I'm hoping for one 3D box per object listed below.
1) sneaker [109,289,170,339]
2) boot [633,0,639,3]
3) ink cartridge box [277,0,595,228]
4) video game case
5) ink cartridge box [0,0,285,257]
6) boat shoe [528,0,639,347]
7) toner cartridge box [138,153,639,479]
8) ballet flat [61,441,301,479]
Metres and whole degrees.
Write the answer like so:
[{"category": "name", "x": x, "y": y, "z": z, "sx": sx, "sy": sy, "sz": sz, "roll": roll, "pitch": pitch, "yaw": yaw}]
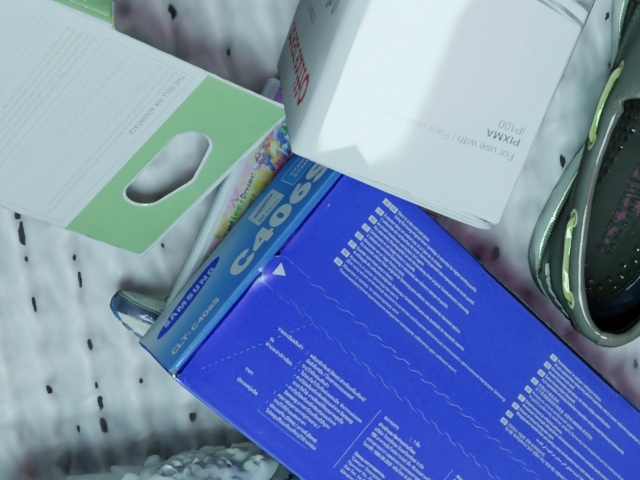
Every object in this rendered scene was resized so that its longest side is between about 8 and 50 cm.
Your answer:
[{"category": "sneaker", "x": -0.065, "y": 0.043, "z": 0.895, "sx": 0.135, "sy": 0.052, "sz": 0.058, "roll": 14, "pitch": 98, "yaw": -17}, {"category": "boot", "x": 0.193, "y": -0.231, "z": 0.774, "sx": 0.077, "sy": 0.137, "sz": 0.198, "roll": 24, "pitch": 102, "yaw": -10}, {"category": "ink cartridge box", "x": 0.079, "y": -0.176, "z": 0.739, "sx": 0.117, "sy": 0.207, "sz": 0.283, "roll": 19, "pitch": 107, "yaw": -10}, {"category": "video game case", "x": 0.000, "y": 0.000, "z": 0.871, "sx": 0.143, "sy": 0.019, "sz": 0.157, "roll": 24, "pitch": 92, "yaw": -17}, {"category": "ink cartridge box", "x": -0.159, "y": -0.085, "z": 0.799, "sx": 0.235, "sy": 0.056, "sz": 0.171, "roll": 19, "pitch": 137, "yaw": -33}, {"category": "boat shoe", "x": 0.216, "y": -0.079, "z": 0.847, "sx": 0.109, "sy": 0.091, "sz": 0.305, "roll": 16, "pitch": 107, "yaw": -11}, {"category": "toner cartridge box", "x": 0.075, "y": 0.108, "z": 0.863, "sx": 0.348, "sy": 0.075, "sz": 0.165, "roll": 42, "pitch": 83, "yaw": -23}, {"category": "ballet flat", "x": -0.180, "y": 0.222, "z": 0.825, "sx": 0.409, "sy": 0.147, "sz": 0.147, "roll": -40, "pitch": 114, "yaw": -34}]
